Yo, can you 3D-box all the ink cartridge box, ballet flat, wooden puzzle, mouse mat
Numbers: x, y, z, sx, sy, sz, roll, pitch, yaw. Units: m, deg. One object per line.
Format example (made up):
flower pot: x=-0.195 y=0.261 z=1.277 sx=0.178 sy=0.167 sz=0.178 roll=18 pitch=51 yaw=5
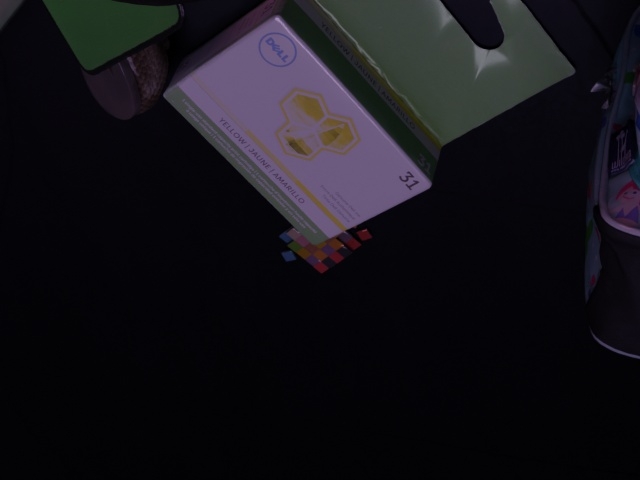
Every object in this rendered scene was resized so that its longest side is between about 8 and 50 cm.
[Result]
ink cartridge box: x=0.031 y=-0.109 z=0.811 sx=0.235 sy=0.056 sz=0.171 roll=-26 pitch=119 yaw=36
ballet flat: x=-0.148 y=-0.199 z=0.788 sx=0.084 sy=0.058 sz=0.249 roll=20 pitch=135 yaw=39
wooden puzzle: x=0.000 y=0.000 z=0.950 sx=0.049 sy=0.006 sz=0.083 roll=39 pitch=130 yaw=-19
mouse mat: x=-0.166 y=-0.203 z=0.744 sx=0.153 sy=0.007 sz=0.189 roll=-11 pitch=111 yaw=54

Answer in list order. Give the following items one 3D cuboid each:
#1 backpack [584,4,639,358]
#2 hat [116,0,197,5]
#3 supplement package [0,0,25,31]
backpack: x=0.265 y=-0.054 z=0.654 sx=0.225 sy=0.253 sz=0.191 roll=8 pitch=129 yaw=15
hat: x=-0.065 y=-0.289 z=0.605 sx=0.134 sy=0.331 sz=0.331 roll=55 pitch=140 yaw=27
supplement package: x=-0.298 y=-0.151 z=0.835 sx=0.105 sy=0.105 sz=0.179 roll=39 pitch=131 yaw=-19
